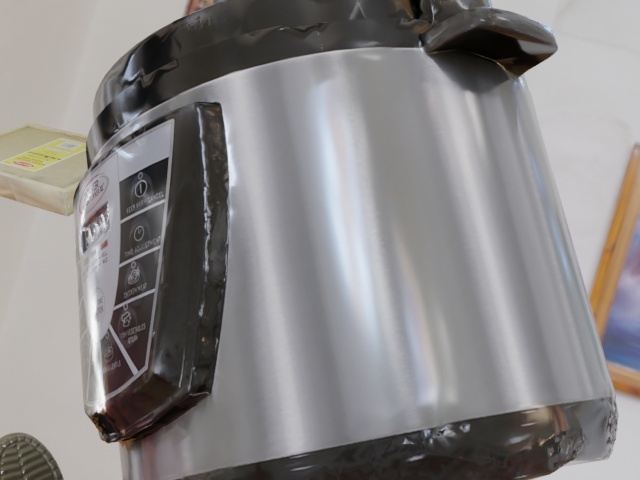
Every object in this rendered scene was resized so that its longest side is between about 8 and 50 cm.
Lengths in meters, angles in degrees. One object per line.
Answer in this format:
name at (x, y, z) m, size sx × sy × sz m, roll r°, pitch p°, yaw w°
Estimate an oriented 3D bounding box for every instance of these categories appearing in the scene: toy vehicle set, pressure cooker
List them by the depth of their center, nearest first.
pressure cooker at (0.003, 0.001, 0.670) m, size 0.370 × 0.420 × 0.375 m, roll -11°, pitch -16°, yaw 5°
toy vehicle set at (-0.387, -0.107, 1.188) m, size 0.267 × 0.035 × 0.166 m, roll 15°, pitch 32°, yaw 31°

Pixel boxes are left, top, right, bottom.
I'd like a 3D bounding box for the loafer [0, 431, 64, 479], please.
loafer at (-0.208, 0.213, 0.605) m, size 0.056 × 0.148 × 0.050 m, roll -9°, pitch -19°, yaw -46°
